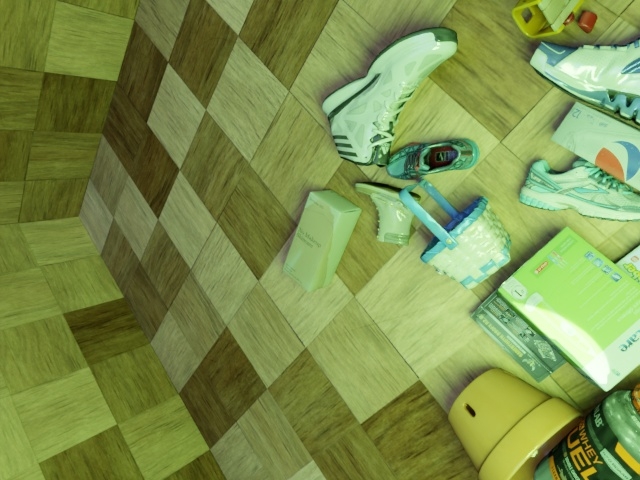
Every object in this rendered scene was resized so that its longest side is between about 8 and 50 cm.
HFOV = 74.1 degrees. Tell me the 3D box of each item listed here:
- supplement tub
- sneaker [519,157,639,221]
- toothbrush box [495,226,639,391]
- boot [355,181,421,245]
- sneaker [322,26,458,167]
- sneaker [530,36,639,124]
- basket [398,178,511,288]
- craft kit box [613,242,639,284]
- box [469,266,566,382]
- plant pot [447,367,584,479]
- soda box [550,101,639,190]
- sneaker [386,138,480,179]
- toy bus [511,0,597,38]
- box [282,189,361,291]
[{"bbox_3d":[0.602,0.443,0.832,0.207,0.207,0.338,38,123,27],"label":"supplement tub"},{"bbox_3d":[0.587,-0.115,0.920,0.283,0.110,0.122,15,108,36],"label":"sneaker"},{"bbox_3d":[0.570,0.145,0.932,0.206,0.122,0.283,-46,67,6],"label":"toothbrush box"},{"bbox_3d":[0.185,-0.084,1.277,0.213,0.077,0.165,22,114,31],"label":"boot"},{"bbox_3d":[0.200,-0.346,1.146,0.447,0.169,0.258,-22,81,49],"label":"sneaker"},{"bbox_3d":[0.613,-0.358,0.854,0.315,0.127,0.182,36,116,20],"label":"sneaker"},{"bbox_3d":[0.325,-0.035,1.058,0.201,0.254,0.289,-42,82,29],"label":"basket"},{"bbox_3d":[0.782,0.056,0.835,0.250,0.061,0.247,48,127,22],"label":"craft kit box"},{"bbox_3d":[0.528,0.211,1.069,0.231,0.056,0.183,46,124,23],"label":"box"},{"bbox_3d":[0.462,0.460,1.053,0.203,0.290,0.291,45,125,44],"label":"plant pot"},{"bbox_3d":[0.619,-0.170,0.842,0.286,0.098,0.091,52,131,38],"label":"soda box"},{"bbox_3d":[0.278,-0.223,1.138,0.261,0.125,0.104,-7,94,40],"label":"sneaker"},{"bbox_3d":[0.502,-0.537,0.902,0.104,0.202,0.191,-146,48,-64],"label":"toy bus"},{"bbox_3d":[0.000,0.000,1.413,0.148,0.121,0.311,36,120,29],"label":"box"}]
